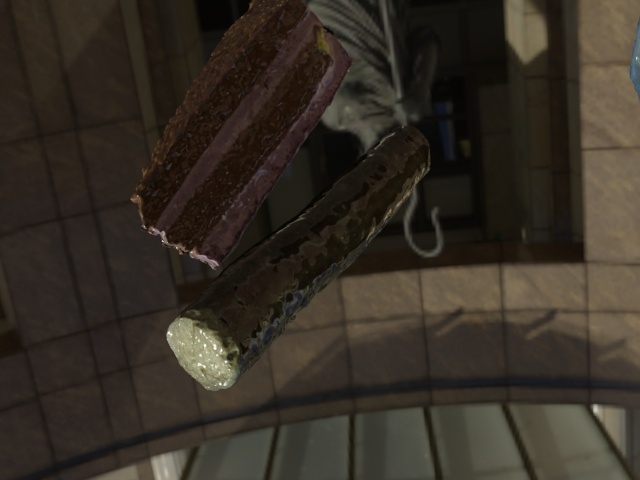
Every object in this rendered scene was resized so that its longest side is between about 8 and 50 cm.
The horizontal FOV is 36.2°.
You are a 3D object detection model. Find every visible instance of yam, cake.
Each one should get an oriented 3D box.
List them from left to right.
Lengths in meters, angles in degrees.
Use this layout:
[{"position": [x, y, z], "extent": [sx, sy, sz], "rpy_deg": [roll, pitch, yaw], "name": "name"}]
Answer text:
[{"position": [-0.069, -0.115, 0.938], "extent": [0.112, 0.116, 0.295], "rpy_deg": [-9, -132, 56], "name": "cake"}, {"position": [0.000, 0.000, 0.674], "extent": [0.061, 0.061, 0.274], "rpy_deg": [8, -145, 35], "name": "yam"}]

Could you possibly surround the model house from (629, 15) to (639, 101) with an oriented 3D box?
[{"position": [0.460, -0.070, 0.805], "extent": [0.334, 0.382, 0.342], "rpy_deg": [-5, -175, 4], "name": "model house"}]
